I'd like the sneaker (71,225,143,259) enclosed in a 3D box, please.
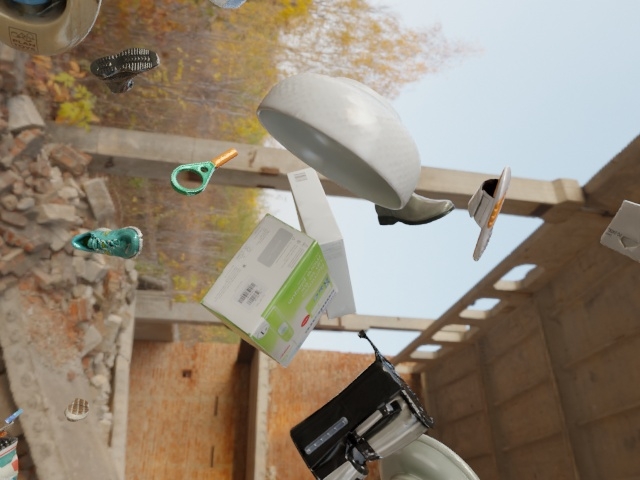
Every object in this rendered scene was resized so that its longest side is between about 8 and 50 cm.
[{"bbox_3d":[-0.671,0.011,1.628,0.110,0.276,0.106,-6,94,-61],"label":"sneaker"}]

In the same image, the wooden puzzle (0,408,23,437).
[{"bbox_3d":[-0.468,0.288,0.714,0.116,0.014,0.078,-44,-177,8],"label":"wooden puzzle"}]

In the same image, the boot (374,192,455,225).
[{"bbox_3d":[0.220,-0.125,1.356,0.247,0.083,0.161,-2,-65,46],"label":"boot"}]

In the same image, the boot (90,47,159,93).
[{"bbox_3d":[-0.573,-0.511,1.571,0.137,0.198,0.076,78,6,-76],"label":"boot"}]

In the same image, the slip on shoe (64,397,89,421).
[{"bbox_3d":[-0.570,0.403,1.198,0.135,0.052,0.041,-7,-120,68],"label":"slip on shoe"}]

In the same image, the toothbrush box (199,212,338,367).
[{"bbox_3d":[-0.084,0.110,1.015,0.206,0.122,0.283,-55,160,-16],"label":"toothbrush box"}]

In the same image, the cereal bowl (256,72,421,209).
[{"bbox_3d":[0.053,-0.205,0.984,0.141,0.339,0.339,-57,-169,-3],"label":"cereal bowl"}]

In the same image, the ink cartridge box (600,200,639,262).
[{"bbox_3d":[0.432,0.015,0.601,0.109,0.151,0.063,-98,-150,-75],"label":"ink cartridge box"}]

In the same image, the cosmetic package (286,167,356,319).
[{"bbox_3d":[0.000,0.000,1.523,0.377,0.098,0.284,-110,-172,-50],"label":"cosmetic package"}]

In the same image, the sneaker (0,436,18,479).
[{"bbox_3d":[-0.393,0.280,0.553,0.161,0.057,0.075,-28,114,-73],"label":"sneaker"}]

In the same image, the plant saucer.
[{"bbox_3d":[0.311,0.764,1.520,0.401,0.101,0.399,22,-55,36],"label":"plant saucer"}]

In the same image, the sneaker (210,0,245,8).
[{"bbox_3d":[-0.170,-0.643,1.026,0.315,0.182,0.127,-54,-175,21],"label":"sneaker"}]

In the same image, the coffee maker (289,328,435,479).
[{"bbox_3d":[0.052,0.262,0.769,0.120,0.178,0.171,50,2,-34],"label":"coffee maker"}]

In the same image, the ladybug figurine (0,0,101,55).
[{"bbox_3d":[-0.610,-0.598,1.075,0.449,0.306,0.161,122,-29,-47],"label":"ladybug figurine"}]

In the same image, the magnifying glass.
[{"bbox_3d":[-0.316,-0.198,1.427,0.231,0.092,0.026,-42,171,-40],"label":"magnifying glass"}]

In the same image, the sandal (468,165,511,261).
[{"bbox_3d":[0.398,-0.065,1.277,0.102,0.076,0.265,-41,147,-50],"label":"sandal"}]
